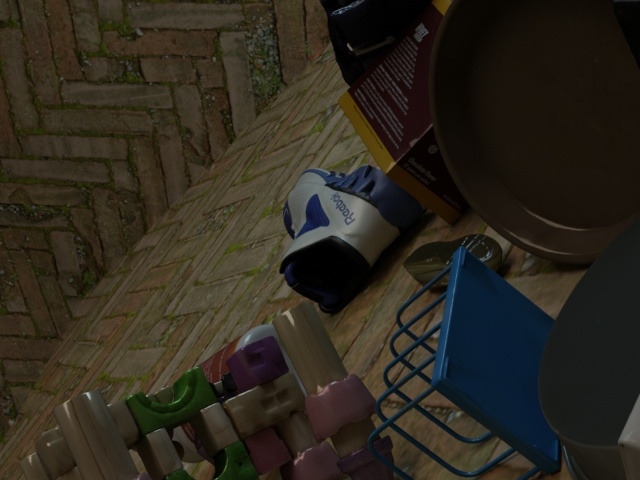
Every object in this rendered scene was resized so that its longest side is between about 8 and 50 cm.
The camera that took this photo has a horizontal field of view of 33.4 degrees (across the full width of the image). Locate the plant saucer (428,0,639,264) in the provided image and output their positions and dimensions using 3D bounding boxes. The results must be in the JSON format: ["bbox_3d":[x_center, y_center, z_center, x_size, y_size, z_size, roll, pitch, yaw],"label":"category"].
[{"bbox_3d":[0.209,-0.115,0.939,0.041,0.278,0.278,-22,-4,-36],"label":"plant saucer"}]

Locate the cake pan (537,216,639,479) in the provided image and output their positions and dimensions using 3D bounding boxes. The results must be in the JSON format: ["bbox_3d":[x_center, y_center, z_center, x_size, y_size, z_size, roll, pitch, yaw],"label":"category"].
[{"bbox_3d":[0.261,0.050,0.725,0.293,0.054,0.293,-45,15,16],"label":"cake pan"}]

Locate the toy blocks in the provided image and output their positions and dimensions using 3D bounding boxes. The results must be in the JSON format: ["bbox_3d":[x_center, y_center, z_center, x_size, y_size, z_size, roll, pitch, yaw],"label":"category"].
[{"bbox_3d":[-0.099,0.255,0.998,0.288,0.260,0.309,-21,-12,-32],"label":"toy blocks"}]

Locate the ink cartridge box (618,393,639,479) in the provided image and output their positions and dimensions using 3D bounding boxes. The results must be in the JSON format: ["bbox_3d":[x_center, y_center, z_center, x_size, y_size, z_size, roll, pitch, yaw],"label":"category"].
[{"bbox_3d":[0.258,0.059,0.526,0.148,0.086,0.203,16,59,34],"label":"ink cartridge box"}]

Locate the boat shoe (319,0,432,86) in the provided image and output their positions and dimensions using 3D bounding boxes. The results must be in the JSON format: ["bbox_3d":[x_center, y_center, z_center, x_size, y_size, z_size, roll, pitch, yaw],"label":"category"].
[{"bbox_3d":[0.154,-0.336,1.369,0.340,0.158,0.127,-36,53,1],"label":"boat shoe"}]

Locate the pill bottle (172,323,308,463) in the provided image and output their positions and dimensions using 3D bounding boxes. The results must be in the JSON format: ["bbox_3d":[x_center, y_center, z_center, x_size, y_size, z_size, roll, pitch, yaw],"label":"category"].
[{"bbox_3d":[-0.107,0.196,1.303,0.216,0.121,0.121,-36,20,41],"label":"pill bottle"}]

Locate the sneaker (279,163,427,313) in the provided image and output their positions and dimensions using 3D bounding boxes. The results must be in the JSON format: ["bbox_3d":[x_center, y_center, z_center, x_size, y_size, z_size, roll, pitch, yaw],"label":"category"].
[{"bbox_3d":[0.001,0.000,1.467,0.182,0.127,0.315,-52,16,-18],"label":"sneaker"}]

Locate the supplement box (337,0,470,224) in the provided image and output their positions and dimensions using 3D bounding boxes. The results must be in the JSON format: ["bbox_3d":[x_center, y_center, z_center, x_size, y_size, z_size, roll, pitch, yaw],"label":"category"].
[{"bbox_3d":[0.155,-0.164,1.308,0.194,0.129,0.191,-46,36,14],"label":"supplement box"}]

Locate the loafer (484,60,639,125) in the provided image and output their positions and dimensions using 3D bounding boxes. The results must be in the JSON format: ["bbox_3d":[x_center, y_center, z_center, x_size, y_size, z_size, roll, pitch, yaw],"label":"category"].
[{"bbox_3d":[0.276,-0.114,1.004,0.130,0.134,0.366,-28,10,-36],"label":"loafer"}]

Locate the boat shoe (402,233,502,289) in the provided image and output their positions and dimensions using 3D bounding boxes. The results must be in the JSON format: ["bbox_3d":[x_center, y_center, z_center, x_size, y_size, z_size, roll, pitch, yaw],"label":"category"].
[{"bbox_3d":[0.148,0.030,1.145,0.056,0.048,0.153,-43,17,-28],"label":"boat shoe"}]

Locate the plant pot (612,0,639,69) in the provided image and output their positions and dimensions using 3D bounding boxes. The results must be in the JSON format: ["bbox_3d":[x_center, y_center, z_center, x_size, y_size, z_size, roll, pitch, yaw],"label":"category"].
[{"bbox_3d":[0.310,-0.143,0.707,0.167,0.187,0.188,-29,15,0],"label":"plant pot"}]

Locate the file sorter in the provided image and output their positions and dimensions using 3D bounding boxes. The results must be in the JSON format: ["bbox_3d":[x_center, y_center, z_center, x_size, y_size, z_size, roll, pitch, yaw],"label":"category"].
[{"bbox_3d":[0.116,0.114,0.864,0.104,0.118,0.170,-43,16,33],"label":"file sorter"}]
